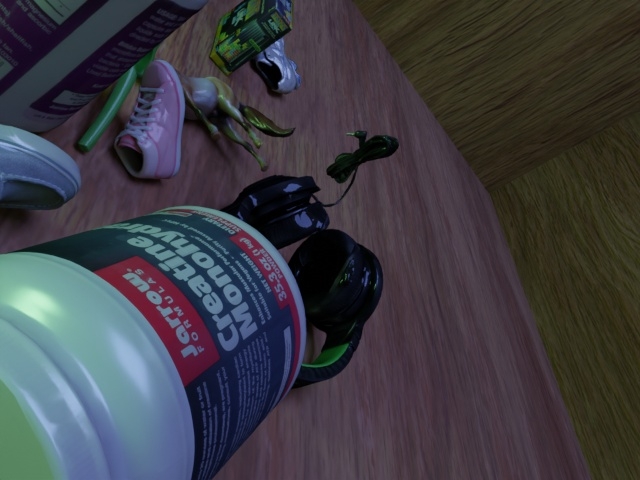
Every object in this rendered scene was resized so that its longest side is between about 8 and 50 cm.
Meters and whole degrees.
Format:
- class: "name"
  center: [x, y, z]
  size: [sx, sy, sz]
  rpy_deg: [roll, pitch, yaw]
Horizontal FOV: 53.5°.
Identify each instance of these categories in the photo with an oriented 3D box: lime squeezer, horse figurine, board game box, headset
- class: "lime squeezer"
  center: [-0.233, -0.236, 0.724]
  size: [0.109, 0.059, 0.311]
  rpy_deg: [-3, 60, -26]
- class: "horse figurine"
  center: [-0.153, -0.179, 0.854]
  size: [0.263, 0.066, 0.174]
  rpy_deg: [5, 42, -53]
- class: "board game box"
  center: [-0.115, -0.374, 1.093]
  size: [0.048, 0.141, 0.170]
  rpy_deg: [45, 26, -32]
- class: "headset"
  center: [0.000, 0.000, 0.823]
  size: [0.243, 0.185, 0.394]
  rpy_deg: [50, 36, -24]

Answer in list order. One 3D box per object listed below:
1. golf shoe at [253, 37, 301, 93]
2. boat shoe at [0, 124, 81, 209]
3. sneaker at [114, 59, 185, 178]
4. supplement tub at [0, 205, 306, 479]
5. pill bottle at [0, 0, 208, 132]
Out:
- class: "golf shoe"
  center: [-0.103, -0.359, 1.204]
  size: [0.176, 0.069, 0.086]
  rpy_deg: [57, 28, -4]
- class: "boat shoe"
  center: [-0.276, -0.043, 0.448]
  size: [0.227, 0.079, 0.081]
  rpy_deg: [15, 56, -52]
- class: "sneaker"
  center: [-0.191, -0.132, 0.703]
  size: [0.070, 0.050, 0.135]
  rpy_deg: [-22, 117, -60]
- class: "supplement tub"
  center: [-0.137, 0.088, 0.417]
  size: [0.191, 0.191, 0.272]
  rpy_deg: [60, 22, -1]
- class: "pill bottle"
  center: [-0.195, -0.239, 0.545]
  size: [0.169, 0.301, 0.169]
  rpy_deg: [46, 26, -31]
